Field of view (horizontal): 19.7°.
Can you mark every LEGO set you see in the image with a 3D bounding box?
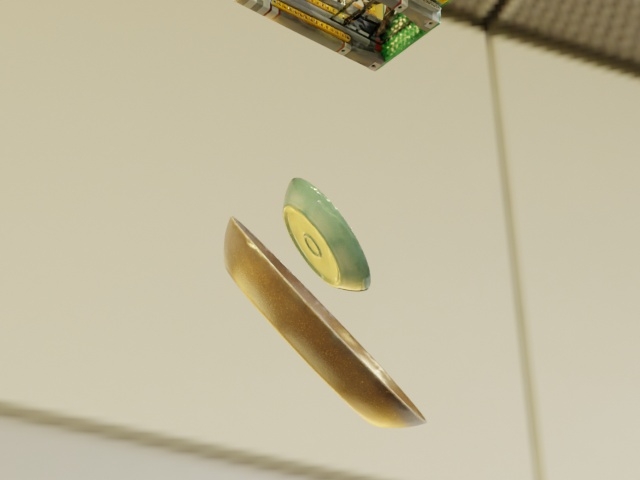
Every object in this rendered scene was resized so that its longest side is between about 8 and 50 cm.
[{"bbox_3d":[0.050,-0.319,1.631,0.192,0.254,0.331,23,-29,-30],"label":"LEGO set"}]

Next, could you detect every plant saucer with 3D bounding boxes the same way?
[{"bbox_3d":[0.000,0.000,1.629,0.021,0.119,0.119,-34,-33,-18],"label":"plant saucer"},{"bbox_3d":[-0.006,0.099,2.007,0.050,0.310,0.310,-42,-45,0],"label":"plant saucer"}]
